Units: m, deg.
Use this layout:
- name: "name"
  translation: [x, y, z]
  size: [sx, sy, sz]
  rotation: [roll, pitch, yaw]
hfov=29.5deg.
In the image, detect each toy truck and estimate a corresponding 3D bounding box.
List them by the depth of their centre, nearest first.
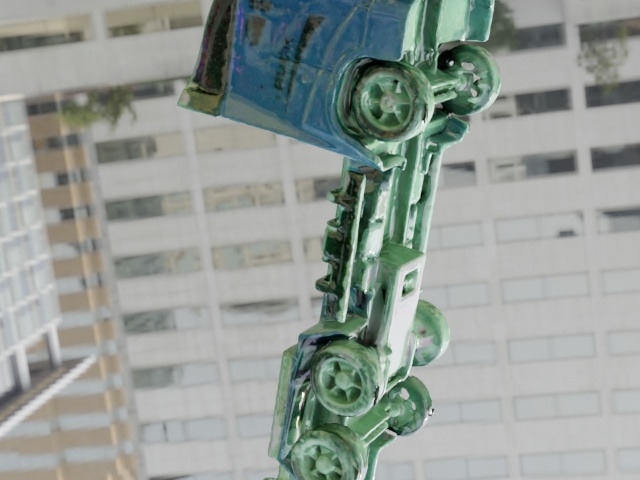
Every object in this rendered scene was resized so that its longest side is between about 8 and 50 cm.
- name: "toy truck"
  translation: [0.000, 0.000, 0.383]
  size: [0.081, 0.175, 0.067]
  rotation: [18, -159, 26]
